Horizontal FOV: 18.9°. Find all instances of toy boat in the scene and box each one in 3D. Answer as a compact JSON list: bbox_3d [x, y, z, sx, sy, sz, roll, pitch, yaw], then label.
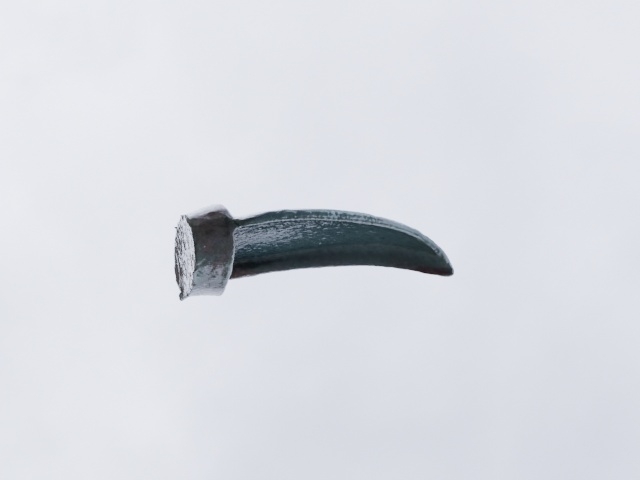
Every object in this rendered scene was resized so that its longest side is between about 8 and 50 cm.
[{"bbox_3d":[0.001,0.000,0.823,0.096,0.122,0.034,119,-36,-72],"label":"toy boat"}]
